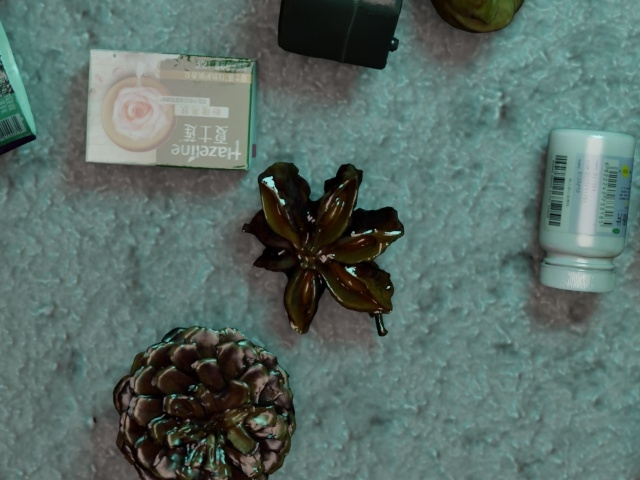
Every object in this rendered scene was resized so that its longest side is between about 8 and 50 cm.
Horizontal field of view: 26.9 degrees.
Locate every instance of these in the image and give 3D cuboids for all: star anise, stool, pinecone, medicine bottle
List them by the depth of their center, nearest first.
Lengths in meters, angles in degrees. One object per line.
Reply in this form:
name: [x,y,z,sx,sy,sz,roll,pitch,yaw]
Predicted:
stool: [0.035,-0.315,1.505,0.141,0.232,0.232,10,94,-2]
pinecone: [-0.130,0.198,1.547,0.221,0.221,0.221,0,94,1]
medicine bottle: [0.311,-0.036,1.576,0.103,0.103,0.187,5,93,0]
star anise: [0.000,0.000,1.577,0.190,0.126,0.220,7,122,0]

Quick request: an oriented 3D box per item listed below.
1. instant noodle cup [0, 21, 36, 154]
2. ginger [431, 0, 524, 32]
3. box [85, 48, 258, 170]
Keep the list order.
instant noodle cup: [-0.441,-0.176,1.514,0.190,0.251,0.251,-19,94,-6]
ginger: [0.219,-0.392,1.515,0.165,0.172,0.321,17,112,-40]
box: [-0.175,-0.154,1.586,0.199,0.081,0.135,3,94,2]
